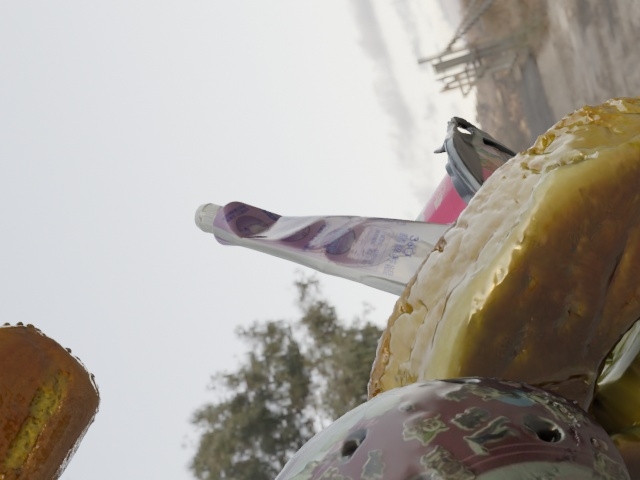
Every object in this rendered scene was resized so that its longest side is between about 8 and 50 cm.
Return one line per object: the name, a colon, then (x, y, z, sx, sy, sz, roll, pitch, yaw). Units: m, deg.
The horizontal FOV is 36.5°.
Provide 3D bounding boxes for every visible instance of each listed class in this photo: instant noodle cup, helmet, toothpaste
instant noodle cup: (0.201, 0.019, 1.138, 0.258, 0.182, 0.302, 14, -147, -44)
helmet: (0.024, 0.130, 0.354, 0.107, 0.153, 0.177, 18, -87, -35)
toothpaste: (0.000, 0.000, 0.935, 0.075, 0.301, 0.048, -59, -37, -27)

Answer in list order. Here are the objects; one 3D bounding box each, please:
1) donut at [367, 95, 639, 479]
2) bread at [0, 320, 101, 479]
donut: (0.188, 0.061, 0.655, 0.330, 0.330, 0.160, 68, 170, -27)
bread: (-0.377, 0.236, 1.121, 0.204, 0.156, 0.288, 43, -140, -17)
